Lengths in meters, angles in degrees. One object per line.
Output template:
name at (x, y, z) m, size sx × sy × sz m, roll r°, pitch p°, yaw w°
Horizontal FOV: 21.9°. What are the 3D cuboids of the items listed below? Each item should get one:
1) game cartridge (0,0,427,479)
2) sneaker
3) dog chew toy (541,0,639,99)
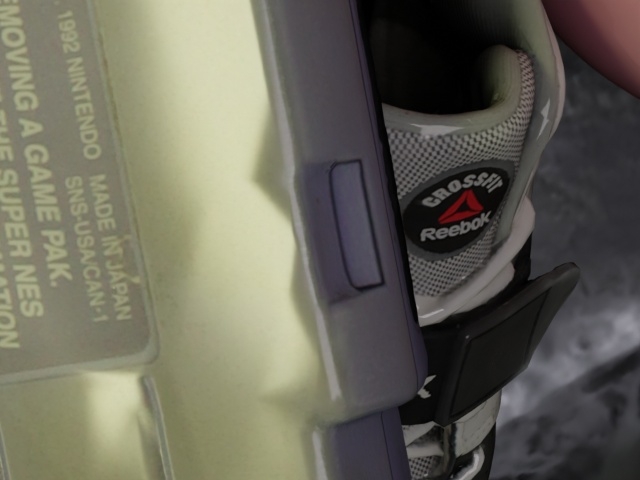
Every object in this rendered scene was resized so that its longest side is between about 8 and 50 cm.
game cartridge at (-0.107, -0.070, 0.364) m, size 0.230 × 0.068 × 0.355 m, roll -9°, pitch 93°, yaw 18°
sneaker at (0.000, 0.000, 0.431) m, size 0.122 × 0.146 × 0.331 m, roll -12°, pitch 107°, yaw -17°
dog chew toy at (0.108, -0.198, 0.425) m, size 0.206 × 0.206 × 0.332 m, roll -25°, pitch 100°, yaw -10°
